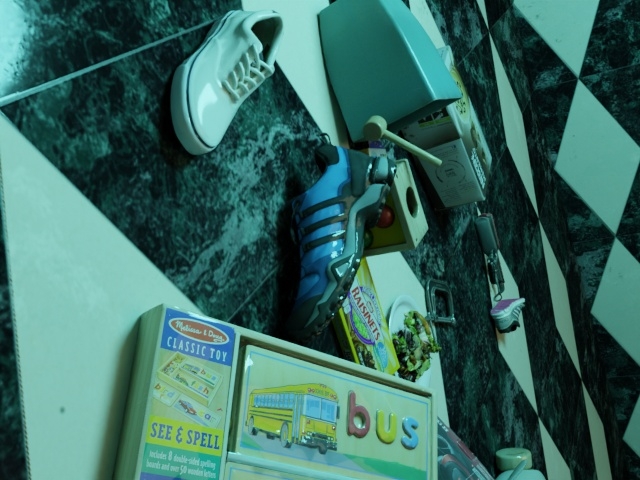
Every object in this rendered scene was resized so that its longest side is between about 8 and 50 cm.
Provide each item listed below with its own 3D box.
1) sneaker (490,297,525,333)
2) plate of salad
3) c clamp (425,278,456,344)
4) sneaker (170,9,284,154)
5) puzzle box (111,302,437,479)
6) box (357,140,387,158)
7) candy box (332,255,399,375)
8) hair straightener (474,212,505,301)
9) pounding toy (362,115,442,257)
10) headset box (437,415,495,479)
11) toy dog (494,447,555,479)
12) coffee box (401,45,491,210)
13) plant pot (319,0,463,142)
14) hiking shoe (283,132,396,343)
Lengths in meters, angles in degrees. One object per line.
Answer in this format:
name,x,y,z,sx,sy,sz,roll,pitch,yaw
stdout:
sneaker,0.489,0.196,1.989,0.170,0.063,0.074,-20,98,-57
plate of salad,0.175,0.196,1.403,0.200,0.048,0.199,30,56,-57
c clamp,0.248,0.147,1.594,0.161,0.022,0.137,5,71,-60
sneaker,-0.110,-0.213,0.955,0.094,0.091,0.258,54,37,-40
puzzle box,-0.026,0.252,0.841,0.409,0.052,0.272,22,58,-33
box,0.102,-0.114,1.397,0.081,0.028,0.136,-10,87,-63
candy box,0.066,0.138,1.218,0.105,0.027,0.205,-37,114,-48
hair straightener,0.430,0.050,1.957,0.089,0.047,0.230,-30,111,-61
pounding toy,0.098,-0.087,1.209,0.094,0.181,0.206,-47,122,-57
headset box,0.146,0.361,1.113,0.218,0.110,0.293,47,20,19
toy dog,0.438,0.563,1.653,0.334,0.161,0.220,-42,118,-59
coffee box,0.261,-0.235,1.639,0.297,0.119,0.168,61,31,-31
plant pot,0.107,-0.315,1.332,0.165,0.166,0.234,-24,90,-62
hiking shoe,0.000,0.000,1.098,0.113,0.132,0.304,99,14,-67
